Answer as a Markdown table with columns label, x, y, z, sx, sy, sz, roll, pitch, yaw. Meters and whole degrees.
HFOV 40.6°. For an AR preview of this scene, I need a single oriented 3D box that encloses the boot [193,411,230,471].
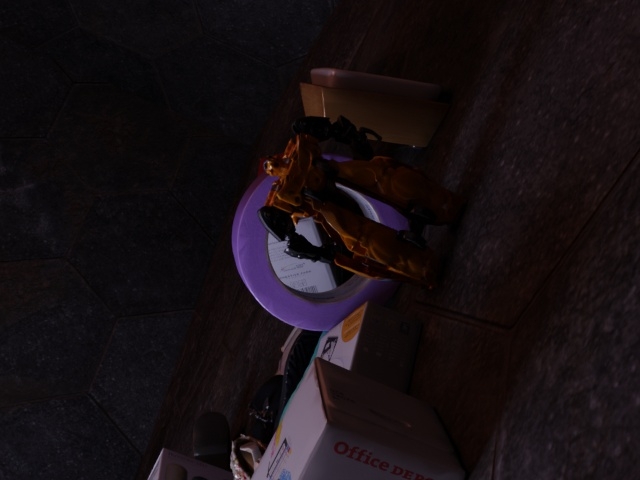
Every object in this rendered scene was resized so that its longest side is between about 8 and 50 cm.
| label | x | y | z | sx | sy | sz | roll | pitch | yaw |
| --- | --- | --- | --- | --- | --- | --- | --- | --- | --- |
| boot | -0.239 | 0.535 | 1.888 | 0.115 | 0.112 | 0.305 | 83 | -170 | -47 |

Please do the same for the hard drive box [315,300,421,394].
| label | x | y | z | sx | sy | sz | roll | pitch | yaw |
| --- | --- | --- | --- | --- | --- | --- | --- | --- | --- |
| hard drive box | 0.044 | 0.227 | 1.216 | 0.181 | 0.089 | 0.232 | 133 | 157 | -57 |

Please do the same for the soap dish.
| label | x | y | z | sx | sy | sz | roll | pitch | yaw |
| --- | --- | --- | --- | --- | --- | --- | --- | --- | --- |
| soap dish | 0.087 | -0.249 | 1.609 | 0.291 | 0.228 | 0.118 | -126 | 44 | -75 |

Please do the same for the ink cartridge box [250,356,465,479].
| label | x | y | z | sx | sy | sz | roll | pitch | yaw |
| --- | --- | --- | --- | --- | --- | --- | --- | --- | --- |
| ink cartridge box | 0.025 | 0.290 | 0.994 | 0.233 | 0.171 | 0.168 | -63 | 13 | 12 |

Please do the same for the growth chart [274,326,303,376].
| label | x | y | z | sx | sy | sz | roll | pitch | yaw |
| --- | --- | --- | --- | --- | --- | --- | --- | --- | --- |
| growth chart | -0.065 | 0.259 | 1.757 | 0.237 | 0.021 | 0.172 | -82 | 19 | -50 |

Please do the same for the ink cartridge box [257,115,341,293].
| label | x | y | z | sx | sy | sz | roll | pitch | yaw |
| --- | --- | --- | --- | --- | --- | --- | --- | --- | --- |
| ink cartridge box | -0.052 | -0.054 | 1.689 | 0.309 | 0.130 | 0.272 | -88 | -17 | -60 |

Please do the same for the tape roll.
| label | x | y | z | sx | sy | sz | roll | pitch | yaw |
| --- | --- | --- | --- | --- | --- | --- | --- | --- | --- |
| tape roll | 0.000 | 0.000 | 1.370 | 0.275 | 0.274 | 0.090 | -67 | 13 | 0 |

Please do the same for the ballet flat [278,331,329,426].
| label | x | y | z | sx | sy | sz | roll | pitch | yaw |
| --- | --- | --- | --- | --- | --- | --- | --- | --- | --- |
| ballet flat | 0.000 | 0.254 | 1.382 | 0.087 | 0.083 | 0.247 | 26 | 94 | 63 |

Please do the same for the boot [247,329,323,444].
| label | x | y | z | sx | sy | sz | roll | pitch | yaw |
| --- | --- | --- | --- | --- | --- | --- | --- | --- | --- |
| boot | -0.052 | 0.255 | 1.540 | 0.207 | 0.094 | 0.247 | 178 | 108 | -72 |

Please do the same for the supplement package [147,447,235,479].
| label | x | y | z | sx | sy | sz | roll | pitch | yaw |
| --- | --- | --- | --- | --- | --- | --- | --- | --- | --- |
| supplement package | -0.243 | 0.552 | 1.562 | 0.198 | 0.199 | 0.263 | -63 | 13 | 13 |

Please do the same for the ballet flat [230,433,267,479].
| label | x | y | z | sx | sy | sz | roll | pitch | yaw |
| --- | --- | --- | --- | --- | --- | --- | --- | --- | --- |
| ballet flat | -0.095 | 0.379 | 1.417 | 0.241 | 0.091 | 0.077 | 7 | 113 | 62 |

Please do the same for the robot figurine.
| label | x | y | z | sx | sy | sz | roll | pitch | yaw |
| --- | --- | --- | --- | --- | --- | --- | --- | --- | --- |
| robot figurine | 0.050 | -0.047 | 1.214 | 0.211 | 0.291 | 0.085 | -69 | 13 | -13 |
